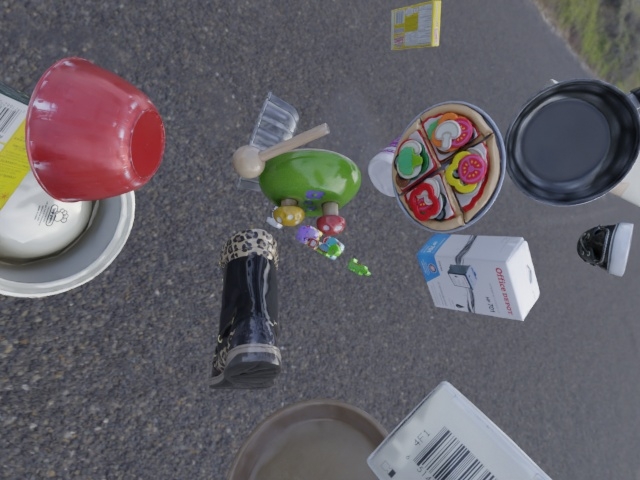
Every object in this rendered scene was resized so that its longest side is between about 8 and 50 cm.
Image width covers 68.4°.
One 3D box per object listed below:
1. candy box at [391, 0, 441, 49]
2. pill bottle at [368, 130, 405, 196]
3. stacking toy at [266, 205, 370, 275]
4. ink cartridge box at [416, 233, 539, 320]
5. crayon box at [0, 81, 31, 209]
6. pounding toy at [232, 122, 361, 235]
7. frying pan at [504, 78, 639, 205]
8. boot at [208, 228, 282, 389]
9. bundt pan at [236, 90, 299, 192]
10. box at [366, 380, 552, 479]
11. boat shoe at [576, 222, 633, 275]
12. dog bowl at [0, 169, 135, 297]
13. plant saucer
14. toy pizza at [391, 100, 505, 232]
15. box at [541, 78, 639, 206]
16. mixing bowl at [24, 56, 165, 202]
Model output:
[{"bbox_3d":[0.249,-0.569,1.255,0.027,0.206,0.105,-12,113,-19],"label":"candy box"},{"bbox_3d":[0.324,-0.305,1.723,0.301,0.169,0.169,-43,114,-30],"label":"pill bottle"},{"bbox_3d":[0.000,0.000,1.070,0.052,0.221,0.167,-60,145,-1],"label":"stacking toy"},{"bbox_3d":[0.302,0.066,0.914,0.082,0.191,0.139,-40,117,-32],"label":"ink cartridge box"},{"bbox_3d":[-0.580,-0.109,0.739,0.081,0.318,0.202,37,1,4],"label":"crayon box"},{"bbox_3d":[-0.028,-0.075,0.798,0.237,0.183,0.110,44,41,-61],"label":"pounding toy"},{"bbox_3d":[0.420,-0.203,0.716,0.197,0.326,0.053,30,23,0],"label":"frying pan"},{"bbox_3d":[-0.165,0.168,1.020,0.138,0.377,0.284,2,65,-14],"label":"boot"},{"bbox_3d":[-0.160,-0.297,1.510,0.124,0.331,0.330,20,57,-9],"label":"bundt pan"},{"bbox_3d":[0.141,0.221,0.459,0.094,0.113,0.275,-46,152,-3],"label":"box"},{"bbox_3d":[0.276,0.008,0.464,0.142,0.040,0.049,7,93,-63],"label":"boat shoe"},{"bbox_3d":[-0.663,-0.077,1.109,0.408,0.150,0.407,-30,133,-38],"label":"dog bowl"},{"bbox_3d":[-0.010,0.372,0.694,0.041,0.278,0.277,69,32,-45],"label":"plant saucer"},{"bbox_3d":[0.183,-0.112,0.721,0.032,0.201,0.201,-2,80,-42],"label":"toy pizza"},{"bbox_3d":[0.605,-0.211,1.031,0.311,0.121,0.148,23,41,-10],"label":"box"},{"bbox_3d":[-0.261,-0.128,0.593,0.181,0.098,0.181,11,90,-85],"label":"mixing bowl"}]
